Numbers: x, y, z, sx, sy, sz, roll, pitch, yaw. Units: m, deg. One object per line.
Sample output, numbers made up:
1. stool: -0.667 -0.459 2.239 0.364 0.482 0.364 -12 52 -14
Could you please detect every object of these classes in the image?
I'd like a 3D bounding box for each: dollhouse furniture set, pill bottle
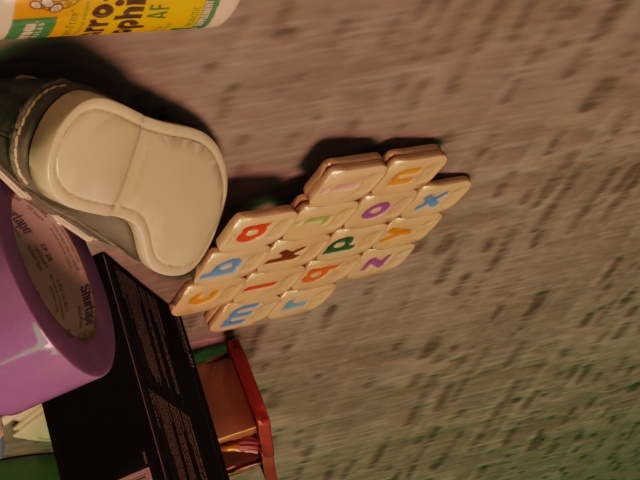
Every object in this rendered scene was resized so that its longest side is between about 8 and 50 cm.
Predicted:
1. dollhouse furniture set: -0.119 0.306 1.559 0.201 0.374 0.152 -16 147 -9
2. pill bottle: -0.157 -0.178 0.914 0.208 0.118 0.117 -6 151 -24

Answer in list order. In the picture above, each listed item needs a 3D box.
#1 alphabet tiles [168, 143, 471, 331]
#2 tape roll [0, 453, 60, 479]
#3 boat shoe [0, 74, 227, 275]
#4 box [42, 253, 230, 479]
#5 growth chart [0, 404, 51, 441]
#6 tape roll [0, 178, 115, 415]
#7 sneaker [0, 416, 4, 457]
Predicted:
1. alphabet tiles: 0.000 0.000 1.456 0.278 0.021 0.284 -12 155 -36
2. tape roll: -0.380 0.356 1.853 0.321 0.077 0.321 -15 153 -8
3. boat shoe: -0.165 -0.055 1.212 0.099 0.116 0.319 21 175 21
4. box: -0.170 0.171 1.421 0.103 0.261 0.184 -25 153 11
5. growth chart: -0.235 0.182 1.675 0.172 0.021 0.237 -31 152 23
6. tape roll: -0.237 0.033 1.189 0.080 0.189 0.189 -25 154 9
7. sneaker: -0.426 0.218 1.530 0.237 0.086 0.085 -20 172 0
